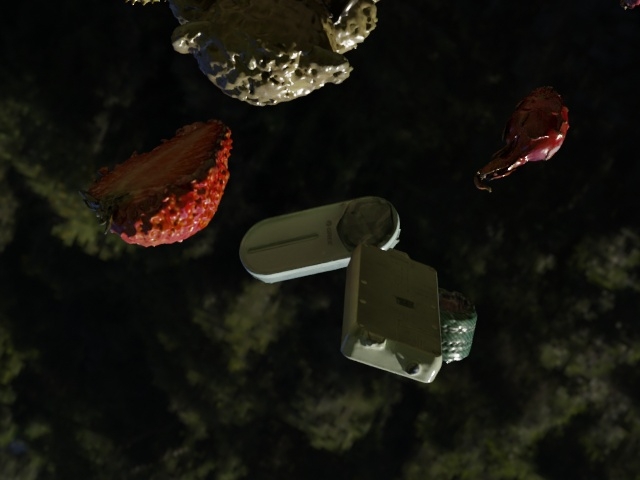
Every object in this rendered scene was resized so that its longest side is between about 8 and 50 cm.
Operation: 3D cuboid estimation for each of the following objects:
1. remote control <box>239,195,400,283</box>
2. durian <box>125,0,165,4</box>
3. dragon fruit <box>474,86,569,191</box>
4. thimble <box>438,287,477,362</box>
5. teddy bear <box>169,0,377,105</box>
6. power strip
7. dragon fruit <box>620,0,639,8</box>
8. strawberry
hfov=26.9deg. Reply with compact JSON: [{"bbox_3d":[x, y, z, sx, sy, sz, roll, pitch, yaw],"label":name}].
[{"bbox_3d":[0.000,0.000,1.991,0.052,0.247,0.104,58,-156,-55],"label":"remote control"},{"bbox_3d":[-0.317,-0.466,2.153,0.252,0.139,0.144,29,162,23],"label":"durian"},{"bbox_3d":[0.307,-0.143,2.012,0.094,0.190,0.094,36,174,4],"label":"dragon fruit"},{"bbox_3d":[0.195,0.134,2.193,0.119,0.090,0.135,11,-163,-4],"label":"thimble"},{"bbox_3d":[-0.057,-0.235,1.436,0.267,0.156,0.256,7,-159,0],"label":"teddy bear"},{"bbox_3d":[0.089,0.086,1.652,0.118,0.046,0.270,21,-156,-6],"label":"power strip"},{"bbox_3d":[0.569,-0.441,2.216,0.161,0.274,0.126,-6,-122,-5],"label":"dragon fruit"},{"bbox_3d":[-0.194,-0.059,1.764,0.236,0.106,0.175,-26,-150,-23],"label":"strawberry"}]
